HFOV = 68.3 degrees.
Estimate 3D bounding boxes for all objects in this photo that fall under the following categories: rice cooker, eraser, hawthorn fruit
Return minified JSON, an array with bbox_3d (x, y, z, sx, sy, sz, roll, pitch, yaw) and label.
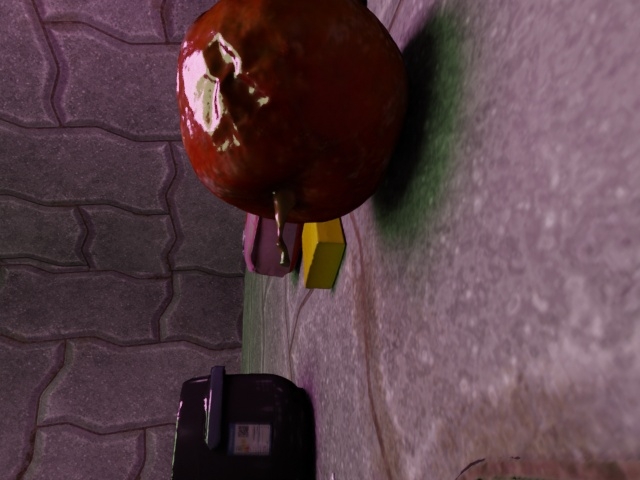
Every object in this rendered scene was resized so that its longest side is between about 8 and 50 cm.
[{"bbox_3d":[-0.136,0.347,0.811,0.267,0.224,0.267,-177,90,-79],"label":"rice cooker"},{"bbox_3d":[0.000,0.000,0.735,0.122,0.045,0.097,-98,17,-48],"label":"eraser"},{"bbox_3d":[-0.031,-0.102,0.476,0.242,0.242,0.271,130,144,-70],"label":"hawthorn fruit"}]

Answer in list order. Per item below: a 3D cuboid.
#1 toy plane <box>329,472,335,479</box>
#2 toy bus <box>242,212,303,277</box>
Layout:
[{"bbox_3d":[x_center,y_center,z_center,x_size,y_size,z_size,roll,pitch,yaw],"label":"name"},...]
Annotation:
[{"bbox_3d":[-0.002,0.355,0.411,0.255,0.101,0.251,-91,25,-44],"label":"toy plane"},{"bbox_3d":[-0.099,-0.062,1.031,0.147,0.128,0.302,-116,33,-62],"label":"toy bus"}]
